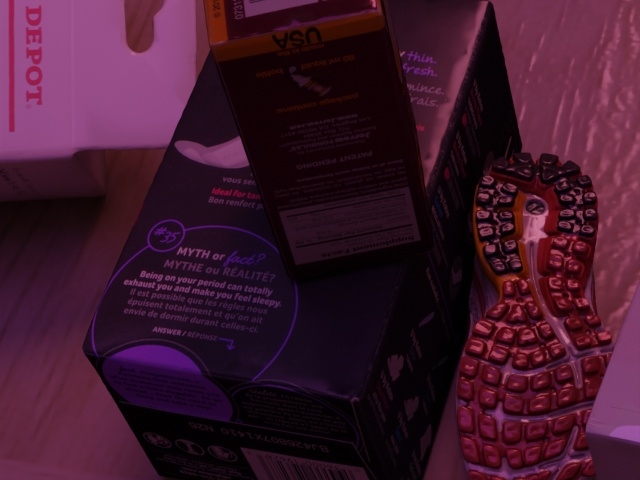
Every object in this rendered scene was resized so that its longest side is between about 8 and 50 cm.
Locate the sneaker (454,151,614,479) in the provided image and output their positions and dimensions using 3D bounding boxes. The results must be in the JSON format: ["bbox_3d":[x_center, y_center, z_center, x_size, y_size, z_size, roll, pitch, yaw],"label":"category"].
[{"bbox_3d":[0.121,0.064,1.006,0.088,0.093,0.225,5,54,6],"label":"sneaker"}]

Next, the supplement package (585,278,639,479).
[{"bbox_3d":[0.261,0.068,0.921,0.194,0.149,0.203,11,59,24],"label":"supplement package"}]

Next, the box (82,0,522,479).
[{"bbox_3d":[0.000,0.000,1.054,0.165,0.143,0.270,9,59,20],"label":"box"}]

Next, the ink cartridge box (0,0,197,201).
[{"bbox_3d":[-0.249,-0.131,1.181,0.353,0.119,0.207,-2,78,2],"label":"ink cartridge box"}]

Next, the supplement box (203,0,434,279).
[{"bbox_3d":[0.000,-0.079,0.901,0.080,0.188,0.104,-11,54,5],"label":"supplement box"}]
